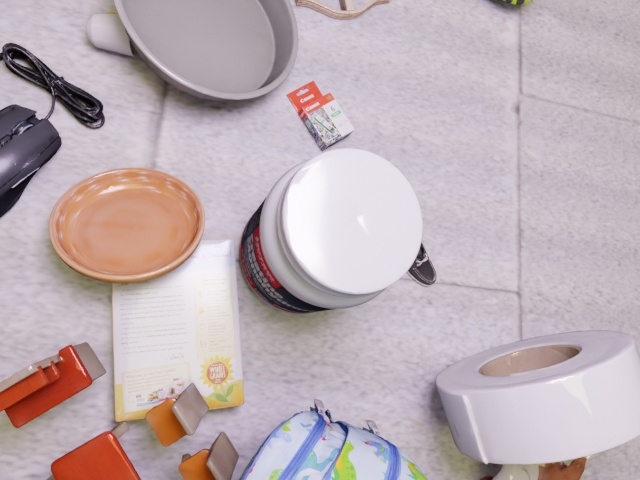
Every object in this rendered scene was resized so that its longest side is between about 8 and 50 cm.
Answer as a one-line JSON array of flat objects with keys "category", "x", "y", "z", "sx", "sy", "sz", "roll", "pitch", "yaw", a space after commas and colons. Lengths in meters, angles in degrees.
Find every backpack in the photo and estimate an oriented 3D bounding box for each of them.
[{"category": "backpack", "x": -0.004, "y": 0.334, "z": 0.577, "sx": 0.273, "sy": 0.355, "sz": 0.290, "roll": 41, "pitch": 72, "yaw": -5}]

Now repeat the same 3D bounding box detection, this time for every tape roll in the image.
[{"category": "tape roll", "x": 0.318, "y": 0.220, "z": 0.737, "sx": 0.286, "sy": 0.286, "sz": 0.100, "roll": -15, "pitch": 85, "yaw": -19}]

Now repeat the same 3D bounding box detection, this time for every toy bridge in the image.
[{"category": "toy bridge", "x": 0.046, "y": -0.436, "z": 0.910, "sx": 0.188, "sy": 0.026, "sz": 0.063, "roll": -10, "pitch": 86, "yaw": -19}]

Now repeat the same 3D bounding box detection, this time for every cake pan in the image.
[{"category": "cake pan", "x": -0.173, "y": -0.345, "z": 0.776, "sx": 0.293, "sy": 0.054, "sz": 0.293, "roll": 9, "pitch": 73, "yaw": -31}]

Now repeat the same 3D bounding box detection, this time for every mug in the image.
[{"category": "mug", "x": -0.316, "y": -0.317, "z": 0.766, "sx": 0.064, "sy": 0.078, "sz": 0.062, "roll": 3, "pitch": 112, "yaw": -8}]

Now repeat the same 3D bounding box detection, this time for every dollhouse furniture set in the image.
[{"category": "dollhouse furniture set", "x": -0.270, "y": 0.258, "z": 0.586, "sx": 0.262, "sy": 0.135, "sz": 0.259, "roll": -31, "pitch": 91, "yaw": -3}]

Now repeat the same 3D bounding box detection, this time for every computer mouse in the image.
[{"category": "computer mouse", "x": -0.450, "y": -0.158, "z": 0.685, "sx": 0.184, "sy": 0.060, "sz": 0.262, "roll": 41, "pitch": 71, "yaw": -7}]

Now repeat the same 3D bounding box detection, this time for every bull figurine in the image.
[{"category": "bull figurine", "x": 0.408, "y": 0.428, "z": 0.822, "sx": 0.188, "sy": 0.101, "sz": 0.310, "roll": -43, "pitch": 94, "yaw": -21}]

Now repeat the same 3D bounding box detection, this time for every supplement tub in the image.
[{"category": "supplement tub", "x": 0.000, "y": 0.000, "z": 0.683, "sx": 0.191, "sy": 0.272, "sz": 0.191, "roll": 3, "pitch": 79, "yaw": -16}]

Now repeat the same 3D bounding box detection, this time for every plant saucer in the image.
[{"category": "plant saucer", "x": -0.261, "y": -0.020, "z": 0.694, "sx": 0.200, "sy": 0.037, "sz": 0.200, "roll": 6, "pitch": 51, "yaw": -7}]

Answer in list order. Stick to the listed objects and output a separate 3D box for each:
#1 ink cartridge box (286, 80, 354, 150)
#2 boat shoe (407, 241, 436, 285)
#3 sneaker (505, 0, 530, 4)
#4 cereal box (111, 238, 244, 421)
[{"category": "ink cartridge box", "x": 0.000, "y": -0.217, "z": 0.853, "sx": 0.063, "sy": 0.029, "sz": 0.115, "roll": -33, "pitch": 91, "yaw": -20}, {"category": "boat shoe", "x": 0.161, "y": 0.022, "z": 0.854, "sx": 0.046, "sy": 0.038, "sz": 0.125, "roll": -31, "pitch": 90, "yaw": -20}, {"category": "sneaker", "x": 0.310, "y": -0.575, "z": 0.993, "sx": 0.295, "sy": 0.109, "sz": 0.123, "roll": 33, "pitch": 46, "yaw": -6}, {"category": "cereal box", "x": -0.203, "y": 0.120, "z": 0.715, "sx": 0.173, "sy": 0.047, "sz": 0.240, "roll": -2, "pitch": 80, "yaw": -15}]
